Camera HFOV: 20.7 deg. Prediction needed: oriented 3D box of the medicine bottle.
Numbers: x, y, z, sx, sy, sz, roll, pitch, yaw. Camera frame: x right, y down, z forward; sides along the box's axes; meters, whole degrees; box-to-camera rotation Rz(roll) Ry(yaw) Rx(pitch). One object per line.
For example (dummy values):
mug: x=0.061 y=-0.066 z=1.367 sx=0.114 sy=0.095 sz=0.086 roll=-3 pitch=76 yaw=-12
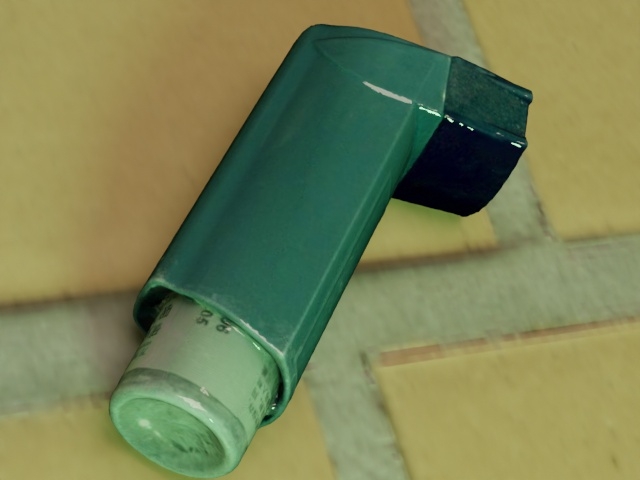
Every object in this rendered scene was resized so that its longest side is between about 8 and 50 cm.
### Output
medicine bottle: x=0.000 y=0.000 z=0.812 sx=0.124 sy=0.079 sz=0.258 roll=34 pitch=54 yaw=-3
